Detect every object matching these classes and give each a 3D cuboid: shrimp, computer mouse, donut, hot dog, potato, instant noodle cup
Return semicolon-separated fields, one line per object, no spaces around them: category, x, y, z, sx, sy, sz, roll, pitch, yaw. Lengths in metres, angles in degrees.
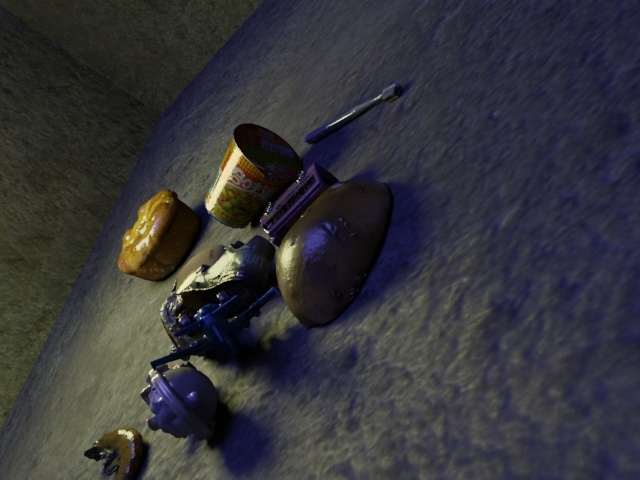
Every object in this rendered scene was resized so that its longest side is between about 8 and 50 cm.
shrimp;-0.461;0.499;1.483;0.253;0.058;0.173;-30;43;42
computer mouse;-0.305;0.105;1.649;0.236;0.082;0.145;-43;28;25
donut;-0.506;-0.008;2.081;0.299;0.150;0.317;-52;25;10
hot dog;-0.260;0.176;1.401;0.103;0.146;0.213;-31;-5;-6
potato;0.000;0.000;1.189;0.239;0.116;0.298;-19;41;60
instant noodle cup;-0.176;-0.142;1.630;0.212;0.193;0.193;-51;23;32

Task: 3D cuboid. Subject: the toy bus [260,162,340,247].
toy bus;-0.040;-0.063;1.362;0.178;0.087;0.098;-44;33;20

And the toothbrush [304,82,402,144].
toothbrush;0.065;-0.279;1.519;0.342;0.025;0.030;-17;47;53

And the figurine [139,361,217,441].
figurine;-0.263;0.298;1.235;0.141;0.162;0.237;-43;10;-16

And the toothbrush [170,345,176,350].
toothbrush;-0.326;0.245;1.596;0.131;0.011;0.013;-27;58;47

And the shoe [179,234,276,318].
shoe;-0.194;0.074;1.462;0.293;0.109;0.149;-20;38;49

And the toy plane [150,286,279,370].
toy plane;-0.188;0.164;1.227;0.254;0.105;0.271;-31;-11;-10
